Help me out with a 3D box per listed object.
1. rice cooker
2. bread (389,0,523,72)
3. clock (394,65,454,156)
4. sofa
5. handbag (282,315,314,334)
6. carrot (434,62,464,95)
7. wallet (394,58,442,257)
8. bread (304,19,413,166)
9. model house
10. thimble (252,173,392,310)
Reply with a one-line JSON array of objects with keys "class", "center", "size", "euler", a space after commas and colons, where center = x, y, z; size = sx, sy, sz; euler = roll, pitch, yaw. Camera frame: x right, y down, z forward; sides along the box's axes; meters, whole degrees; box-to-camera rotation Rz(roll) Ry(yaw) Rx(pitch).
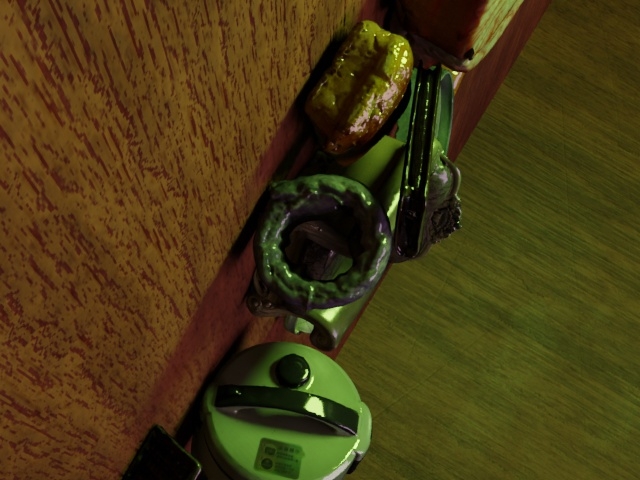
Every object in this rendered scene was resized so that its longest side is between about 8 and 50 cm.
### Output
[{"class": "rice cooker", "center": [-0.057, 0.262, 1.883], "size": [0.226, 0.226, 0.244], "euler": [-55, 172, -36]}, {"class": "bread", "center": [0.182, -0.333, 1.533], "size": [0.295, 0.114, 0.327], "euler": [-59, 172, -5]}, {"class": "clock", "center": [0.147, -0.142, 2.072], "size": [0.226, 0.049, 0.226], "euler": [12, 90, -77]}, {"class": "sofa", "center": [0.048, 0.003, 1.699], "size": [0.200, 0.182, 0.258], "euler": [-54, 171, -36]}, {"class": "handbag", "center": [0.023, 0.030, 2.102], "size": [0.256, 0.079, 0.219], "euler": [-64, 168, 22]}, {"class": "carrot", "center": [0.194, -0.256, 2.216], "size": [0.248, 0.059, 0.059], "euler": [-64, 172, 14]}, {"class": "wallet", "center": [0.104, -0.090, 1.527], "size": [0.110, 0.031, 0.198], "euler": [91, 7, -56]}, {"class": "bread", "center": [0.041, -0.142, 1.488], "size": [0.139, 0.077, 0.271], "euler": [-56, 176, -2]}, {"class": "model house", "center": [-0.162, 0.297, 1.648], "size": [0.106, 0.165, 0.152], "euler": [-25, 147, -49]}, {"class": "thimble", "center": [0.003, 0.001, 1.506], "size": [0.150, 0.150, 0.098], "euler": [-60, 175, 3]}]
